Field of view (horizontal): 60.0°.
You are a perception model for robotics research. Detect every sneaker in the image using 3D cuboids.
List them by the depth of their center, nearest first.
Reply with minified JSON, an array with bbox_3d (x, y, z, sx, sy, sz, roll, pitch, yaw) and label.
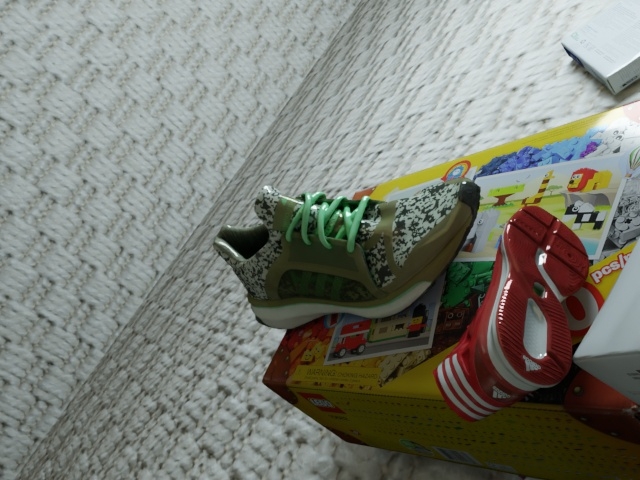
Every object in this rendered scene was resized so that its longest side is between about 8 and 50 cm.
[{"bbox_3d":[0.154,0.062,0.487,0.221,0.087,0.128,-45,-7,-48],"label":"sneaker"},{"bbox_3d":[0.000,0.000,0.695,0.410,0.182,0.158,-23,35,41],"label":"sneaker"}]

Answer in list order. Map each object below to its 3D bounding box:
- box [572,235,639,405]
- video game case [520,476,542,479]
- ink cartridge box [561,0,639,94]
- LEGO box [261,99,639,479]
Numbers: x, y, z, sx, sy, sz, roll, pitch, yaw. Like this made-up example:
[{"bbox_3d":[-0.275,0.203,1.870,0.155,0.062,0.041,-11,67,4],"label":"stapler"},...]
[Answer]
[{"bbox_3d":[0.381,0.075,0.324,0.215,0.345,0.168,-55,-8,-12],"label":"box"},{"bbox_3d":[0.281,0.184,0.712,0.210,0.042,0.232,-48,25,-2],"label":"video game case"},{"bbox_3d":[0.587,-0.389,1.012,0.224,0.045,0.223,-36,29,23],"label":"ink cartridge box"},{"bbox_3d":[0.206,0.074,0.709,0.500,0.193,0.372,-14,42,49],"label":"LEGO box"}]
